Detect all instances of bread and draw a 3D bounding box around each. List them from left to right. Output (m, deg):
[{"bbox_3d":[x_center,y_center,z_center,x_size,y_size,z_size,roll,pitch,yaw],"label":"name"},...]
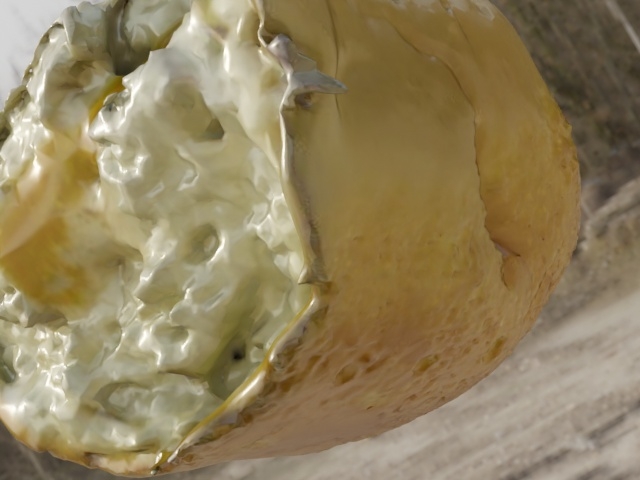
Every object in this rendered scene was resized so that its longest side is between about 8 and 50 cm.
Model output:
[{"bbox_3d":[0.000,0.000,0.853,0.394,0.250,0.361,6,-45,-46],"label":"bread"}]
